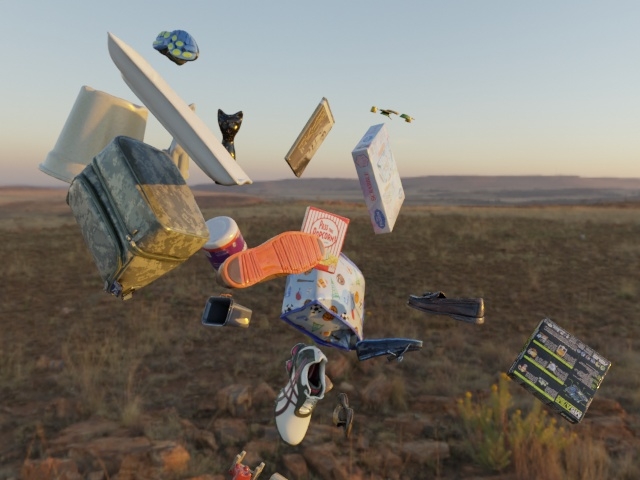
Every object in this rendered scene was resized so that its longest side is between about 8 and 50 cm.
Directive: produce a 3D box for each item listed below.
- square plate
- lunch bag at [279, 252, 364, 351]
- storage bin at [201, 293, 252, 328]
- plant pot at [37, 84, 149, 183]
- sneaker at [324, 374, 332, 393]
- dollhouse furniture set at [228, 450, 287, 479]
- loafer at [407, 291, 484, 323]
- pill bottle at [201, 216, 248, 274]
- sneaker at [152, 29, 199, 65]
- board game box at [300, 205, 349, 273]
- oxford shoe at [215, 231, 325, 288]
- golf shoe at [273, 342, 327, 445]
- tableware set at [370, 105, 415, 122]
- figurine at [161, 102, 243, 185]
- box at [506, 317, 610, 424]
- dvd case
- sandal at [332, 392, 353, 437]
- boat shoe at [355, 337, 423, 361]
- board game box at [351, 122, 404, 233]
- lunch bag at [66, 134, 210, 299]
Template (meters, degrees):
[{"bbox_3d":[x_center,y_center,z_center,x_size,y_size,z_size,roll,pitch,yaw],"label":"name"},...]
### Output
[{"bbox_3d":[-0.278,-0.238,1.074,0.049,0.344,0.347,-41,7,1],"label":"square plate"},{"bbox_3d":[0.037,0.234,2.102,0.238,0.328,0.385,-25,-46,34],"label":"lunch bag"},{"bbox_3d":[-0.269,0.212,1.525,0.091,0.098,0.135,26,-21,-39],"label":"storage bin"},{"bbox_3d":[-0.735,-0.341,1.759,0.333,0.306,0.334,19,7,-3],"label":"plant pot"},{"bbox_3d":[-0.050,0.544,1.867,0.188,0.071,0.066,-33,-2,-1],"label":"sneaker"},{"bbox_3d":[-0.184,0.917,1.804,0.373,0.152,0.201,26,-2,15],"label":"dollhouse furniture set"},{"bbox_3d":[0.467,0.231,1.933,0.302,0.095,0.109,11,7,39],"label":"loafer"},{"bbox_3d":[-0.411,0.059,2.322,0.181,0.323,0.182,-10,44,10],"label":"pill bottle"},{"bbox_3d":[-0.346,-0.474,1.285,0.188,0.067,0.078,28,-1,45],"label":"sneaker"},{"bbox_3d":[0.000,0.000,1.739,0.146,0.194,0.045,17,-6,-15],"label":"board game box"},{"bbox_3d":[-0.151,0.059,1.575,0.363,0.130,0.132,-13,-6,-34],"label":"oxford shoe"},{"bbox_3d":[-0.051,0.413,1.375,0.105,0.273,0.120,11,-5,-29],"label":"golf shoe"},{"bbox_3d":[0.244,-0.431,1.785,0.154,0.024,0.104,23,11,24],"label":"tableware set"},{"bbox_3d":[-0.329,-0.272,1.440,0.214,0.210,0.092,5,25,-21],"label":"figurine"},{"bbox_3d":[0.590,0.318,1.286,0.190,0.184,0.045,36,-21,13],"label":"box"},{"bbox_3d":[-0.029,-0.312,1.600,0.018,0.221,0.164,30,-6,15],"label":"dvd case"},{"bbox_3d":[0.068,0.575,1.722,0.060,0.090,0.219,6,13,-7],"label":"sandal"},{"bbox_3d":[0.267,0.429,2.005,0.258,0.089,0.109,-7,-22,17],"label":"boat shoe"},{"bbox_3d":[0.221,-0.235,1.921,0.065,0.318,0.319,-9,24,23],"label":"board game box"},{"bbox_3d":[-0.445,-0.049,1.224,0.256,0.305,0.212,-37,-17,17],"label":"lunch bag"}]
